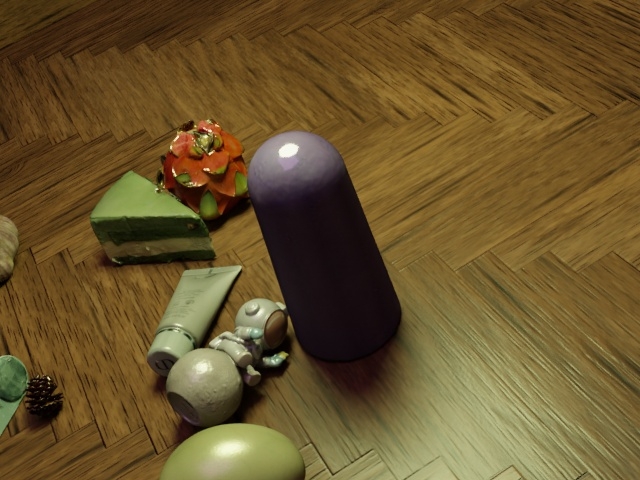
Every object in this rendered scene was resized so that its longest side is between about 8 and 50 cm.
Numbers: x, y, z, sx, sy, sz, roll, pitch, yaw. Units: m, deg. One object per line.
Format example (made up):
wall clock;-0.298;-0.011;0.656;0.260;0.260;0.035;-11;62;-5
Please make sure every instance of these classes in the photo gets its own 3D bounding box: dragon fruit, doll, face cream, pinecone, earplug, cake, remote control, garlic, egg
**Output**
dragon fruit;-0.271;-0.162;2.061;0.224;0.227;0.224;-16;46;17
doll;-0.164;0.217;1.663;0.150;0.151;0.287;16;49;36
face cream;-0.270;0.148;1.828;0.143;0.089;0.314;-7;35;19
pinecone;-0.562;0.313;1.780;0.077;0.077;0.083;-27;81;-5
earplug;0.000;0.000;1.580;0.215;0.456;0.215;-10;43;10
cake;-0.386;-0.012;2.001;0.283;0.158;0.172;29;62;39
remote control;-0.677;0.342;1.781;0.052;0.104;0.247;-10;40;32
garlic;-0.859;0.024;2.162;0.244;0.160;0.245;-13;50;16
egg;-0.144;0.389;1.424;0.241;0.186;0.186;-20;40;0
